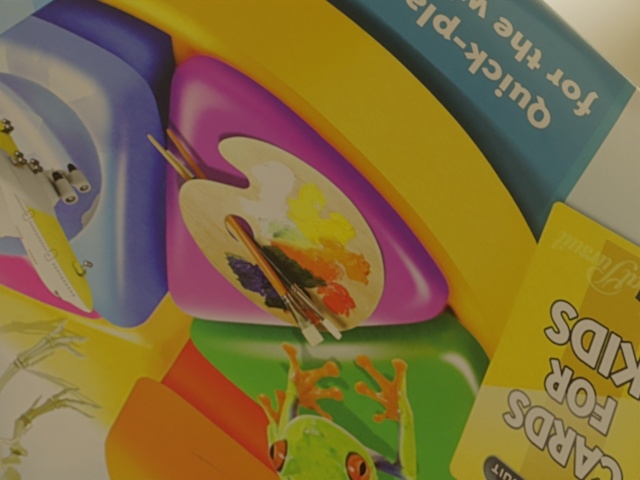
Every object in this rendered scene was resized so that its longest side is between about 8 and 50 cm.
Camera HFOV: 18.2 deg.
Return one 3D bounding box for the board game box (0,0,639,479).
[{"bbox_3d":[-0.058,0.046,0.416,0.336,0.254,0.079,-53,-173,-37],"label":"board game box"}]
